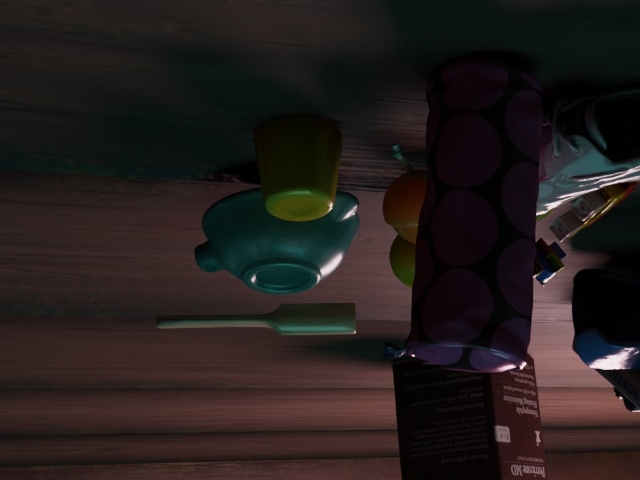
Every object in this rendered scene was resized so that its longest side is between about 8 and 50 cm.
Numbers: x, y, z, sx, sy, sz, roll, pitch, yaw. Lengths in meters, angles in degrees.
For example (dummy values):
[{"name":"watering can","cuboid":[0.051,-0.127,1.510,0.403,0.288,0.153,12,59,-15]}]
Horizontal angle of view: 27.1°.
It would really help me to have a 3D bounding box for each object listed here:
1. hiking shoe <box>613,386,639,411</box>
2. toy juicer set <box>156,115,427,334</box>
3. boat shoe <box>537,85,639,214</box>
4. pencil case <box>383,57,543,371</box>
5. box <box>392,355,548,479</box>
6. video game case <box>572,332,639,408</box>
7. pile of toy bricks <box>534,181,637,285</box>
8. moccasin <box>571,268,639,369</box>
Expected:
[{"name":"hiking shoe","cuboid":[0.448,0.182,1.880,0.086,0.114,0.227,-15,161,32]},{"name":"toy juicer set","cuboid":[0.000,0.000,1.144,0.209,0.090,0.329,9,152,-20]},{"name":"boat shoe","cuboid":[0.198,-0.078,0.981,0.227,0.079,0.081,-11,155,5]},{"name":"pencil case","cuboid":[0.103,-0.015,0.920,0.095,0.209,0.098,9,168,-5]},{"name":"box","cuboid":[0.225,0.277,2.001,0.167,0.203,0.168,-14,162,31]},{"name":"video game case","cuboid":[0.511,0.175,1.619,0.328,0.036,0.300,5,-169,-10]},{"name":"pile of toy bricks","cuboid":[0.178,-0.025,1.141,0.105,0.118,0.212,-27,165,-40]},{"name":"moccasin","cuboid":[0.430,0.078,1.519,0.342,0.117,0.137,7,154,-38]}]
